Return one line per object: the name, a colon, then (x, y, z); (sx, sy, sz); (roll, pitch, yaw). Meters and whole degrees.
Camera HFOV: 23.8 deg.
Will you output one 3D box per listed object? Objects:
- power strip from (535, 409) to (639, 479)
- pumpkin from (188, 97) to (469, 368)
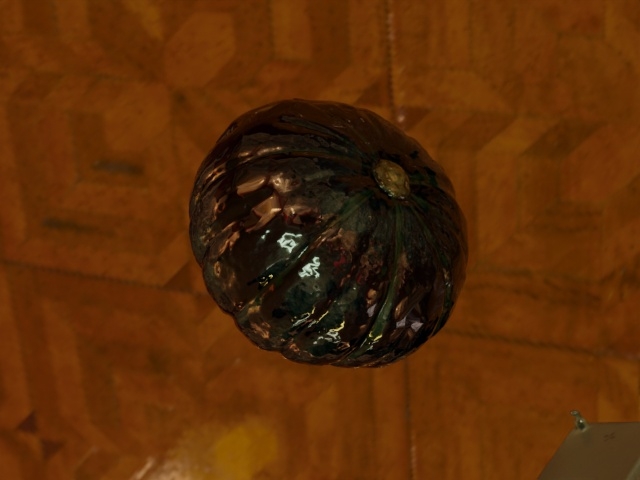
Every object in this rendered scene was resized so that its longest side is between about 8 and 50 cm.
power strip: (0.212, 0.210, 1.149); (0.145, 0.215, 0.061); (-7, 118, 42)
pumpkin: (0.006, -0.007, 0.979); (0.150, 0.194, 0.194); (-18, 108, 28)
